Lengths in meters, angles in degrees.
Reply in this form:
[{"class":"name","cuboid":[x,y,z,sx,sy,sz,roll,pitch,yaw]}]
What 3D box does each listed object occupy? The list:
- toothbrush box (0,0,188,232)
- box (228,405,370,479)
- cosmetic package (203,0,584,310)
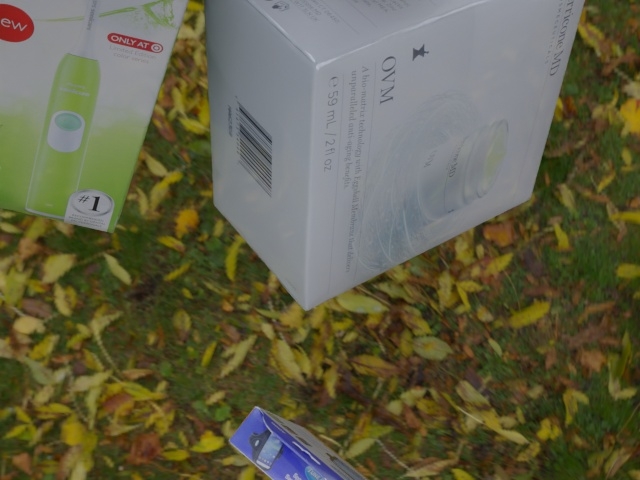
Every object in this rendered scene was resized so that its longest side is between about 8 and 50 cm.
[{"class":"toothbrush box","cuboid":[-0.204,-0.149,0.663,0.206,0.283,0.122,14,51,-15]},{"class":"box","cuboid":[-0.001,0.134,0.567,0.081,0.136,0.028,36,86,21]},{"class":"cosmetic package","cuboid":[0.049,-0.104,0.719,0.224,0.224,0.138,-26,54,-24]}]
